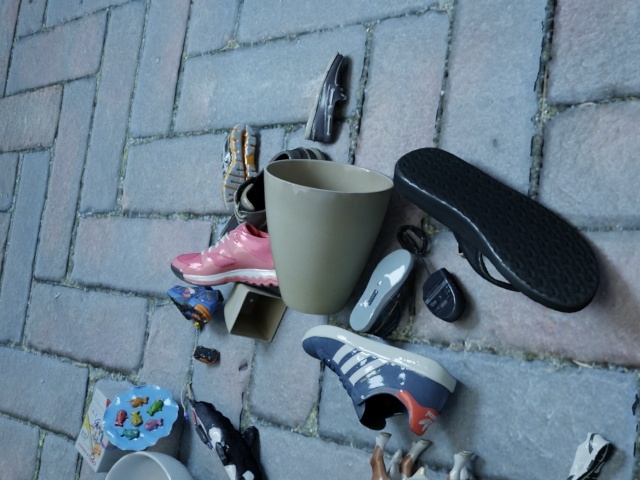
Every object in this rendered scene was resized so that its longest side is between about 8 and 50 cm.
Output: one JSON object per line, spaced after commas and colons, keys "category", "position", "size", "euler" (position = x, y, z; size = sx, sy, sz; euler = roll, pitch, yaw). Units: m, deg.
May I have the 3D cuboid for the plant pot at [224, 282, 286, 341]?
{"category": "plant pot", "position": [-0.156, 0.150, 1.838], "size": [0.096, 0.109, 0.109], "euler": [39, 108, 53]}

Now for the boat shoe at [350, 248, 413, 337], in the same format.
{"category": "boat shoe", "position": [0.133, 0.103, 1.586], "size": [0.065, 0.083, 0.183], "euler": [42, 102, 42]}

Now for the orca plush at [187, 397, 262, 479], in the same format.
{"category": "orca plush", "position": [-0.188, 0.448, 1.836], "size": [0.287, 0.102, 0.151], "euler": [45, 157, 51]}

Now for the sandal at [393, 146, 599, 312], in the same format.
{"category": "sandal", "position": [0.299, -0.014, 1.419], "size": [0.446, 0.168, 0.107], "euler": [46, 148, 39]}

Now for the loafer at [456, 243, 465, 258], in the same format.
{"category": "loafer", "position": [0.269, -0.027, 1.507], "size": [0.045, 0.039, 0.125], "euler": [-10, 74, 42]}

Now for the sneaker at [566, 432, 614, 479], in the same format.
{"category": "sneaker", "position": [0.415, 0.349, 1.289], "size": [0.109, 0.040, 0.043], "euler": [-59, 31, 12]}

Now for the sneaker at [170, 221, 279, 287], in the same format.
{"category": "sneaker", "position": [-0.185, 0.024, 1.819], "size": [0.314, 0.116, 0.136], "euler": [-1, 103, 18]}

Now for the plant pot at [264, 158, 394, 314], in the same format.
{"category": "plant pot", "position": [0.000, 0.000, 1.642], "size": [0.257, 0.257, 0.273], "euler": [25, 114, 44]}

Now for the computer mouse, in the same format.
{"category": "computer mouse", "position": [0.209, 0.058, 1.554], "size": [0.071, 0.041, 0.242], "euler": [-50, 45, 29]}

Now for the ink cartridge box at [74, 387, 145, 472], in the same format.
{"category": "ink cartridge box", "position": [-0.518, 0.482, 2.092], "size": [0.128, 0.127, 0.176], "euler": [31, 103, 43]}

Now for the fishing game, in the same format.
{"category": "fishing game", "position": [-0.429, 0.411, 1.956], "size": [0.189, 0.264, 0.041], "euler": [-111, 8, -47]}

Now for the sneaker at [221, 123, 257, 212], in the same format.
{"category": "sneaker", "position": [-0.202, -0.169, 1.976], "size": [0.083, 0.084, 0.214], "euler": [-11, 69, 56]}

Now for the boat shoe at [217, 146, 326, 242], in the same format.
{"category": "boat shoe", "position": [-0.137, -0.088, 1.849], "size": [0.355, 0.130, 0.132], "euler": [-47, 52, 26]}

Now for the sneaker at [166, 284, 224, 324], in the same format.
{"category": "sneaker", "position": [-0.299, 0.145, 2.000], "size": [0.087, 0.083, 0.221], "euler": [-39, 27, -22]}

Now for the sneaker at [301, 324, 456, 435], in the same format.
{"category": "sneaker", "position": [0.077, 0.265, 1.543], "size": [0.350, 0.131, 0.148], "euler": [10, 68, 45]}

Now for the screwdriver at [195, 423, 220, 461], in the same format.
{"category": "screwdriver", "position": [-0.243, 0.494, 1.905], "size": [0.170, 0.024, 0.025], "euler": [51, 145, 31]}

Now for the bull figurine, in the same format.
{"category": "bull figurine", "position": [0.200, 0.450, 1.426], "size": [0.311, 0.101, 0.188], "euler": [3, 79, 42]}

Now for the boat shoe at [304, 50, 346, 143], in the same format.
{"category": "boat shoe", "position": [0.024, -0.311, 1.810], "size": [0.065, 0.075, 0.206], "euler": [18, 88, 2]}

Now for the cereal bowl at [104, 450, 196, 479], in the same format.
{"category": "cereal bowl", "position": [-0.373, 0.660, 1.903], "size": [0.339, 0.141, 0.338], "euler": [-11, 73, 43]}

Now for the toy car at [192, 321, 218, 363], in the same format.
{"category": "toy car", "position": [-0.274, 0.247, 1.987], "size": [0.040, 0.060, 0.122], "euler": [88, 179, -52]}
